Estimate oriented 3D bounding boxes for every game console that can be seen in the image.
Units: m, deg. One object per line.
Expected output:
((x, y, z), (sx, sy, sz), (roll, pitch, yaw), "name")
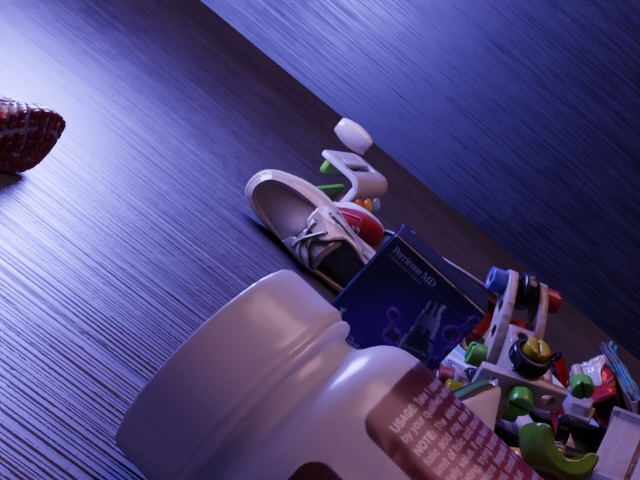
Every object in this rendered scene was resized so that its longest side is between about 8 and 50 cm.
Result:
((0.531, 0.304, 2.088), (0.144, 0.085, 0.124), (1, 73, -68), "game console")

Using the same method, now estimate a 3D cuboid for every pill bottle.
((0.051, 0.220, 0.638), (0.392, 0.224, 0.224), (44, 14, 11), "pill bottle")

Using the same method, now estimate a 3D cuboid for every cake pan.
((0.237, 0.075, 1.781), (0.293, 0.054, 0.293), (32, -3, 2), "cake pan")

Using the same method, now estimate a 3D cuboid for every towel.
((0.672, 0.390, 1.866), (0.370, 0.040, 0.271), (-52, 125, -76), "towel")

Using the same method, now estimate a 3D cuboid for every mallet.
((0.329, 0.271, 1.167), (0.062, 0.039, 0.189), (16, -25, 12), "mallet")

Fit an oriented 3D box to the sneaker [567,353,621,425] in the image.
((0.589, 0.346, 1.880), (0.279, 0.107, 0.118), (55, 15, -56), "sneaker")

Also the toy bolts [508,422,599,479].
((0.314, 0.375, 1.147), (0.229, 0.158, 0.218), (30, -26, 0), "toy bolts")

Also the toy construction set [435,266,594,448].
((0.289, 0.222, 1.294), (0.309, 0.257, 0.237), (41, 24, -19), "toy construction set")

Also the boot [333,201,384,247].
((0.044, -0.002, 1.618), (0.244, 0.088, 0.176), (19, 25, -37), "boot")

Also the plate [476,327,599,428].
((0.420, 0.280, 1.798), (0.278, 0.045, 0.277), (23, 21, -50), "plate")

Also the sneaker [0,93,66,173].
((-0.366, -0.138, 0.942), (0.093, 0.088, 0.225), (45, 14, 23), "sneaker")

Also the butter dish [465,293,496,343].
((0.233, 0.144, 1.607), (0.160, 0.118, 0.160), (35, -27, -19), "butter dish")

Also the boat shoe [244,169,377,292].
((0.000, 0.000, 1.449), (0.302, 0.109, 0.098), (43, 12, -10), "boat shoe")

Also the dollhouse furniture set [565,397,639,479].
((0.551, 0.467, 1.524), (0.356, 0.173, 0.303), (19, 30, 26), "dollhouse furniture set")

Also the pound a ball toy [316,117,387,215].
((0.070, -0.126, 1.807), (0.136, 0.208, 0.319), (42, 13, 10), "pound a ball toy")

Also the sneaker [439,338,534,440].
((0.287, 0.243, 1.481), (0.237, 0.086, 0.085), (48, 14, 24), "sneaker")

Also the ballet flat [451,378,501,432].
((0.119, 0.247, 0.991), (0.139, 0.139, 0.400), (46, 19, 23), "ballet flat")

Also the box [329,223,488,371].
((0.092, 0.105, 1.135), (0.153, 0.207, 0.108), (41, 14, 3), "box")
